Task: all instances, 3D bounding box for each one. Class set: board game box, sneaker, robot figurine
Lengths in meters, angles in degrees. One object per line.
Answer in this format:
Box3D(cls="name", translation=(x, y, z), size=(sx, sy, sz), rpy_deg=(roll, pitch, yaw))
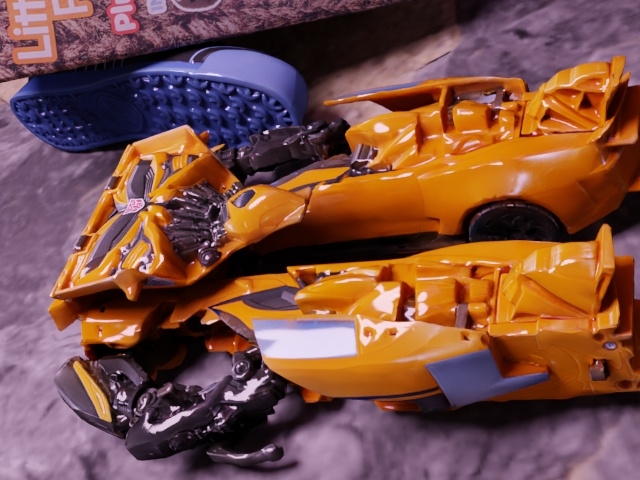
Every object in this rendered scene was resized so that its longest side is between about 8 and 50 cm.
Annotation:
Box3D(cls="board game box", translation=(-0.103, -0.223, 0.611), size=(0.290, 0.141, 0.232), rpy_deg=(-13, 31, -8))
Box3D(cls="sneaker", translation=(-0.099, -0.110, 0.624), size=(0.232, 0.081, 0.091), rpy_deg=(6, 57, 33))
Box3D(cls="robot figurine", translation=(0.000, 0.000, 0.458), size=(0.290, 0.085, 0.211), rpy_deg=(-5, 46, 24))
